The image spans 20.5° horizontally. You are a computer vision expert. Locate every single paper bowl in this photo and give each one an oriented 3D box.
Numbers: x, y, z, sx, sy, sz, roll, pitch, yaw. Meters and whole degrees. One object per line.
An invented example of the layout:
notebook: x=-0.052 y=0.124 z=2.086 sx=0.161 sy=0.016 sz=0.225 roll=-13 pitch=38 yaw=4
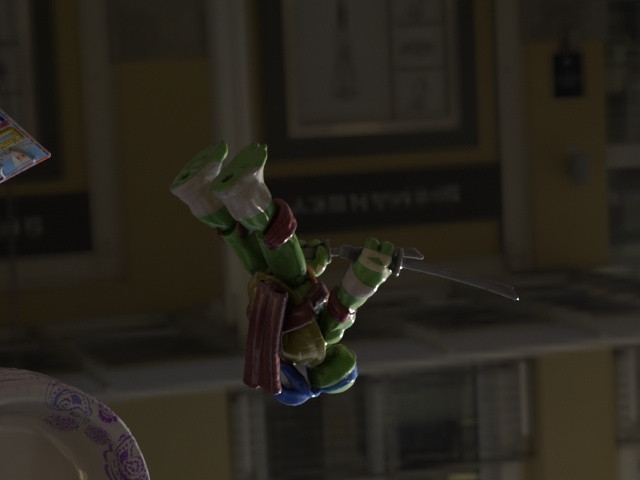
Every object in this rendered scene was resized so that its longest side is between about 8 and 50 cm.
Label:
paper bowl: x=-0.325 y=0.270 z=1.792 sx=0.284 sy=0.284 sz=0.148 roll=-6 pitch=-172 yaw=-26

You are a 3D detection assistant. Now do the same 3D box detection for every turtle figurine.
turtle figurine: x=0.000 y=0.000 z=1.745 sx=0.274 sy=0.266 sz=0.198 roll=-33 pitch=-157 yaw=10

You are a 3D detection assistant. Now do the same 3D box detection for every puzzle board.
puzzle board: x=-0.382 y=-0.099 z=1.991 sx=0.128 sy=0.096 sz=0.011 roll=-24 pitch=-141 yaw=29
